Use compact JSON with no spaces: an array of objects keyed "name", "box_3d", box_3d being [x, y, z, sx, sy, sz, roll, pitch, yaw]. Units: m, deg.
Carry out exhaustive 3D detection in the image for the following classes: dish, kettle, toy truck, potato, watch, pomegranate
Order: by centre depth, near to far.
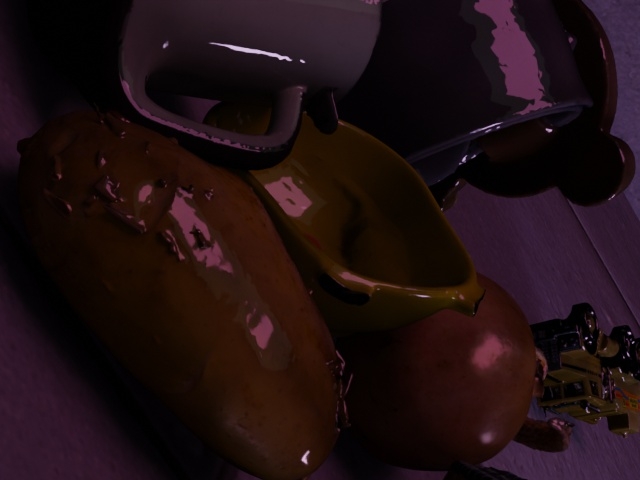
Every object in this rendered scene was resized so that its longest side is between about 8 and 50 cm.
[{"name":"potato","box_3d":[-0.088,0.032,1.010,0.300,0.140,0.173,51,20,-18]},{"name":"kettle","box_3d":[-0.087,-0.167,1.149,0.255,0.165,0.240,2,66,-45]},{"name":"dish","box_3d":[0.000,0.000,1.227,0.221,0.108,0.262,5,38,-40]},{"name":"pomegranate","box_3d":[0.103,0.111,1.305,0.191,0.191,0.191,49,25,-33]},{"name":"watch","box_3d":[0.118,-0.146,1.546,0.327,0.335,0.314,-11,81,-49]},{"name":"toy truck","box_3d":[0.322,0.166,1.854,0.257,0.127,0.127,32,52,-52]}]

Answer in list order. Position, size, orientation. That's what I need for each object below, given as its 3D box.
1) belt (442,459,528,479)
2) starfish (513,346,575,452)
[{"name":"belt","box_3d":[0.166,0.266,1.159,0.207,0.160,0.295,35,-7,10]},{"name":"starfish","box_3d":[0.146,0.103,1.536,0.327,0.094,0.375,53,19,26]}]
